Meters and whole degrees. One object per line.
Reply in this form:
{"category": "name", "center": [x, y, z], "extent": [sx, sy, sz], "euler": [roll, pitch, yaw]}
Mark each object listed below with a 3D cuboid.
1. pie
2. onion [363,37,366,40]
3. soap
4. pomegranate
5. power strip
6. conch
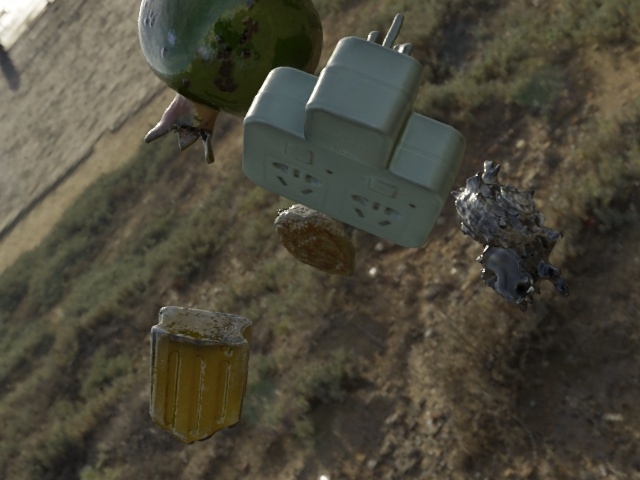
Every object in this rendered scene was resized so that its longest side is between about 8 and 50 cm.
{"category": "pie", "center": [0.000, 0.000, 1.819], "extent": [0.163, 0.193, 0.079], "euler": [26, 68, 29]}
{"category": "onion", "center": [0.069, -0.168, 1.455], "extent": [0.111, 0.247, 0.250], "euler": [-21, 13, 7]}
{"category": "soap", "center": [-0.205, 0.237, 1.658], "extent": [0.080, 0.160, 0.257], "euler": [-80, 0, -53]}
{"category": "pomegranate", "center": [-0.150, -0.284, 1.495], "extent": [0.291, 0.291, 0.323], "euler": [5, 68, 56]}
{"category": "power strip", "center": [0.043, -0.124, 1.045], "extent": [0.261, 0.230, 0.141], "euler": [102, -170, -67]}
{"category": "conch", "center": [0.379, -0.014, 1.939], "extent": [0.186, 0.312, 0.241], "euler": [-20, -2, 14]}
